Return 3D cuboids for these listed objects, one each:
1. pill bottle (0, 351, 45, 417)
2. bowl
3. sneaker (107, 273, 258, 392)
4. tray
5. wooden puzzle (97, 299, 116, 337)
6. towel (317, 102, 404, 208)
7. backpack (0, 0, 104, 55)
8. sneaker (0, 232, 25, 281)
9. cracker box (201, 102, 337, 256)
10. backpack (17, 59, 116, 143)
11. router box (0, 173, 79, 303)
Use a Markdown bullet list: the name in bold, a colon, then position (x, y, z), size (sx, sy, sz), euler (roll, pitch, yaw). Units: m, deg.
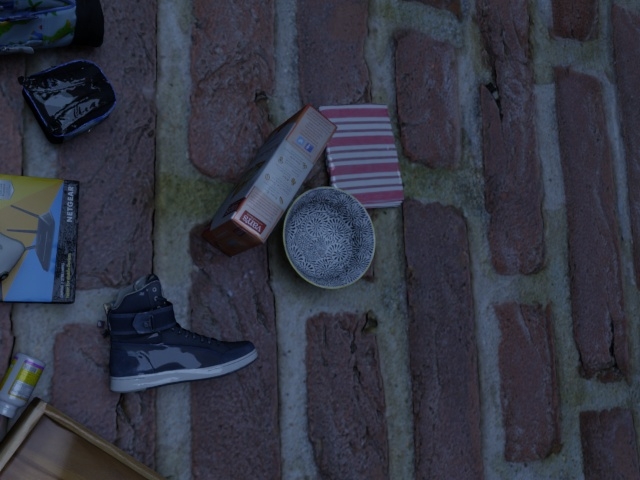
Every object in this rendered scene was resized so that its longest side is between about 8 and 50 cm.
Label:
- **pill bottle**: position (-0.416, 0.199, 0.990), size (0.043, 0.043, 0.083), euler (29, 70, -19)
- **bowl**: position (0.000, 0.000, 1.207), size (0.170, 0.080, 0.170), euler (4, 80, -25)
- **sneaker**: position (-0.205, 0.127, 1.075), size (0.226, 0.086, 0.163), euler (-5, 90, -27)
- **tray**: position (-0.280, 0.414, 0.993), size (0.411, 0.076, 0.203), euler (40, 67, -17)
- **wooden puzzle**: position (-0.296, 0.112, 1.084), size (0.083, 0.006, 0.049), euler (-16, 88, -28)
- **towel**: position (0.071, -0.152, 1.301), size (0.144, 0.029, 0.197), euler (-5, 81, -27)
- **backpack**: position (-0.497, -0.379, 0.956), size (0.356, 0.273, 0.290), euler (-16, 94, -16)
- **sneaker**: position (-0.516, -0.072, 0.919), size (0.330, 0.122, 0.146), euler (54, 43, -8)
- **cracker box**: position (-0.083, -0.092, 1.140), size (0.067, 0.156, 0.232), euler (37, 67, -16)
- **backpack**: position (-0.367, -0.207, 1.060), size (0.114, 0.084, 0.105), euler (-32, 96, -22)
- **router box**: position (-0.416, 0.000, 1.023), size (0.133, 0.046, 0.178), euler (3, 80, -25)
